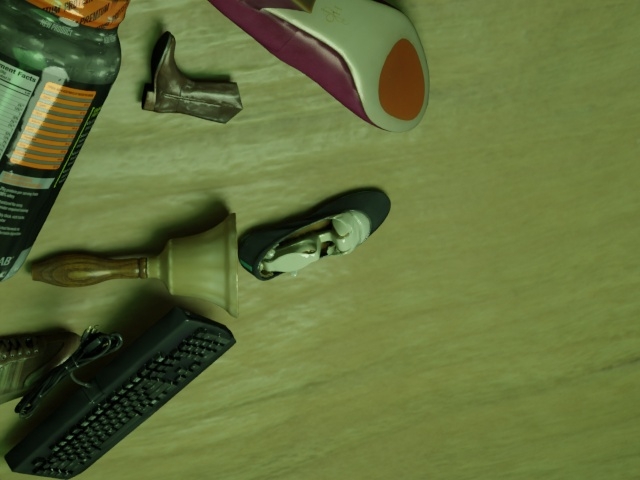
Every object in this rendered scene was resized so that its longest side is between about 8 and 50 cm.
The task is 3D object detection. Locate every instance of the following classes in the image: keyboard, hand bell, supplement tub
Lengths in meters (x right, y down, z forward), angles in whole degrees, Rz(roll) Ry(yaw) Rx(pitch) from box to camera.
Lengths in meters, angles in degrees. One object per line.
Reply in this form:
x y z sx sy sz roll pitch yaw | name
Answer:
-0.261 0.186 1.824 0.317 0.033 0.201 -41 141 19 | keyboard
-0.218 0.034 1.793 0.242 0.126 0.126 -2 120 -4 | hand bell
-0.339 -0.141 1.568 0.207 0.207 0.338 20 110 -28 | supplement tub

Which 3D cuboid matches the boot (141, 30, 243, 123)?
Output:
-0.137 -0.183 1.717 0.114 0.037 0.106 8 129 -20 | boot

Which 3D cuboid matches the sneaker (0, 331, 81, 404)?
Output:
-0.376 0.148 1.805 0.188 0.066 0.071 -27 123 -4 | sneaker

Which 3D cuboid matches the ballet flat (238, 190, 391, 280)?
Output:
0.000 0.000 1.852 0.203 0.074 0.074 -19 123 -9 | ballet flat

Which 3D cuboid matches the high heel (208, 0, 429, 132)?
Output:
-0.014 -0.244 1.721 0.127 0.181 0.377 -61 142 -13 | high heel
